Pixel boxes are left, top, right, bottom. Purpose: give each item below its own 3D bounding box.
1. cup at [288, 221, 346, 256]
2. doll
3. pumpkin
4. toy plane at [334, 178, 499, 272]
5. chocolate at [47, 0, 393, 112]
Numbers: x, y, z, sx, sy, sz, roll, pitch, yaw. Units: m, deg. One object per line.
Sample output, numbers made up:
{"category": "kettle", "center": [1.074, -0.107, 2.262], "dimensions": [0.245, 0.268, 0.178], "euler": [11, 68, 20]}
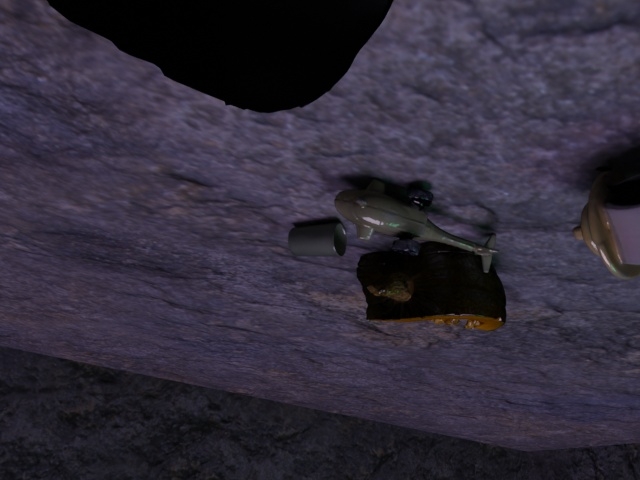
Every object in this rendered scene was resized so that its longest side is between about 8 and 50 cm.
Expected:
{"category": "cup", "center": [-0.002, -0.004, 0.933], "dimensions": [0.083, 0.075, 0.054], "euler": [-3, 115, 24]}
{"category": "doll", "center": [0.408, -0.034, 0.611], "dimensions": [0.208, 0.144, 0.271], "euler": [-24, -175, 7]}
{"category": "pumpkin", "center": [0.190, 0.073, 0.951], "dimensions": [0.248, 0.131, 0.126], "euler": [3, 162, -4]}
{"category": "toy plane", "center": [0.147, -0.016, 0.835], "dimensions": [0.286, 0.092, 0.108], "euler": [16, 173, -17]}
{"category": "chocolate", "center": [-0.046, -0.253, 0.263], "dimensions": [0.225, 0.210, 0.340], "euler": [7, 149, 7]}
